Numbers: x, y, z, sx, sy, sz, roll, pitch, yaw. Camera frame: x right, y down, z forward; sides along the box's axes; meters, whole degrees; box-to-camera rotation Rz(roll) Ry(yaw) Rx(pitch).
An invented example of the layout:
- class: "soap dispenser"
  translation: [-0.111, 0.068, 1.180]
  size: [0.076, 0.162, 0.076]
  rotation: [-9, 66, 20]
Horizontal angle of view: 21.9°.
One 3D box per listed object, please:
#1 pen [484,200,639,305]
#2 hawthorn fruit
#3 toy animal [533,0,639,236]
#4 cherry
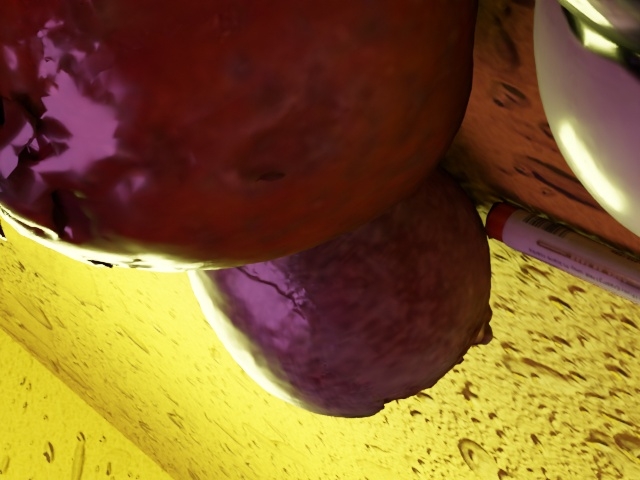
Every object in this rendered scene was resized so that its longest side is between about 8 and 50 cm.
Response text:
- class: "pen"
  translation: [0.182, 0.025, 0.936]
  size: [0.218, 0.026, 0.026]
  rotation: [27, 156, 38]
- class: "hawthorn fruit"
  translation: [-0.088, -0.098, 0.793]
  size: [0.276, 0.307, 0.276]
  rotation: [50, 163, 21]
- class: "toy animal"
  translation: [0.147, -0.091, 0.533]
  size: [0.187, 0.165, 0.235]
  rotation: [17, 151, 40]
- class: "cherry"
  translation: [0.000, 0.000, 1.023]
  size: [0.192, 0.175, 0.250]
  rotation: [42, 168, 48]
